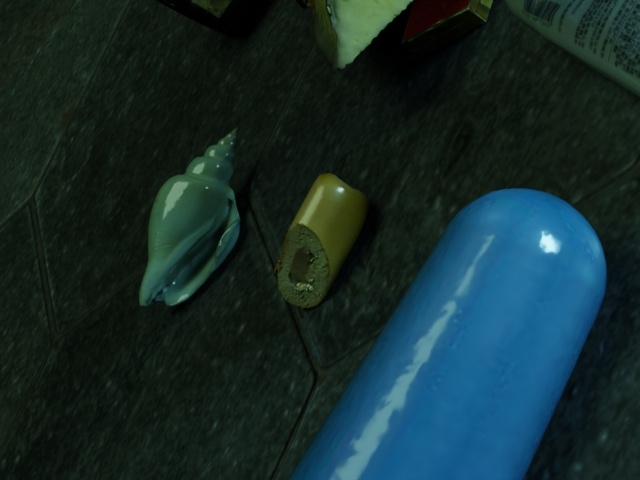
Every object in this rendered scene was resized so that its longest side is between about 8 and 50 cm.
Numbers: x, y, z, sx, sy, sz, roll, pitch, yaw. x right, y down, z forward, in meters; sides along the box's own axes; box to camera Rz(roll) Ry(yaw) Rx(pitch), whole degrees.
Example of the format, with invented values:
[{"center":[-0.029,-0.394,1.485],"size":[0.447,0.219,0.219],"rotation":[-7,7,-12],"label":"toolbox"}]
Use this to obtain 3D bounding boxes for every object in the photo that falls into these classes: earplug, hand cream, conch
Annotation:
[{"center":[0.081,0.093,1.191],"size":[0.273,0.132,0.132],"rotation":[-61,24,-11],"label":"earplug"},{"center":[0.214,-0.147,1.286],"size":[0.124,0.078,0.341],"rotation":[-57,32,4],"label":"hand cream"},{"center":[-0.104,-0.017,1.750],"size":[0.180,0.088,0.065],"rotation":[-67,-19,0],"label":"conch"}]

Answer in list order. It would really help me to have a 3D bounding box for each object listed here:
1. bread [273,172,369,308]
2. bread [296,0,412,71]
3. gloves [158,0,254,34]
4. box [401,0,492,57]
[{"center":[-0.001,0.001,1.524],"size":[0.103,0.049,0.062],"rotation":[-63,-9,-4],"label":"bread"},{"center":[-0.020,-0.384,1.643],"size":[0.242,0.405,0.346],"rotation":[-38,8,5],"label":"bread"},{"center":[-0.067,-0.370,1.965],"size":[0.154,0.141,0.331],"rotation":[10,-81,-89],"label":"gloves"},{"center":[0.113,-0.217,1.588],"size":[0.090,0.023,0.133],"rotation":[-20,46,52],"label":"box"}]
